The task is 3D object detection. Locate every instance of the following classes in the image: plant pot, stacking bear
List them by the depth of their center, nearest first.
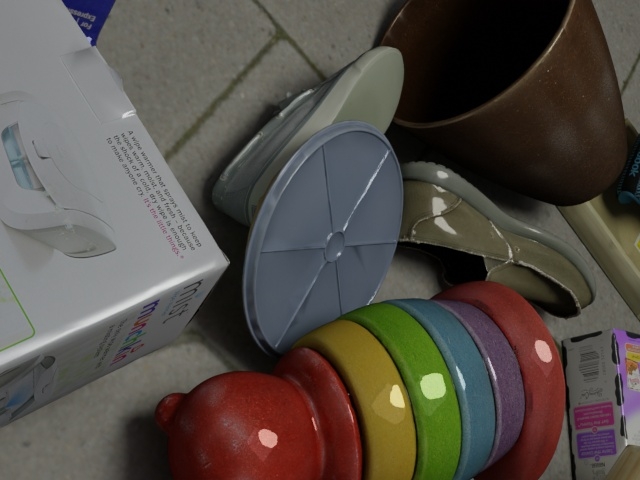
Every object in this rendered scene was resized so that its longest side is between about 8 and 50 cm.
[{"bbox_3d":[0.024,0.132,0.692,0.289,0.164,0.175,-11,58,-30],"label":"stacking bear"},{"bbox_3d":[0.202,-0.136,0.908,0.230,0.215,0.215,39,54,-37],"label":"plant pot"}]

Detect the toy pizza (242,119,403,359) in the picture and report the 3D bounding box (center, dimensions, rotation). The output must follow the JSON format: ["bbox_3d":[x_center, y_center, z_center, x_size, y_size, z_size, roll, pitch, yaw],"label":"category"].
[{"bbox_3d":[0.000,0.000,0.745,0.201,0.032,0.201,-31,132,-43],"label":"toy pizza"}]

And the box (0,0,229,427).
[{"bbox_3d":[-0.223,-0.028,0.521,0.231,0.127,0.262,-26,76,-36],"label":"box"}]

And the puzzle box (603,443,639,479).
[{"bbox_3d":[0.228,0.406,0.759,0.409,0.052,0.272,-42,115,-34],"label":"puzzle box"}]

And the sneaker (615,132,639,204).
[{"bbox_3d":[0.463,-0.023,1.082,0.340,0.125,0.140,36,82,-26],"label":"sneaker"}]

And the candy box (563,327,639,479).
[{"bbox_3d":[0.337,0.203,0.961,0.164,0.070,0.196,15,65,-33],"label":"candy box"}]

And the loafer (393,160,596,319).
[{"bbox_3d":[0.157,0.020,0.885,0.251,0.094,0.087,29,70,-21],"label":"loafer"}]

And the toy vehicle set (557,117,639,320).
[{"bbox_3d":[0.395,0.007,1.096,0.267,0.035,0.166,51,51,-12],"label":"toy vehicle set"}]

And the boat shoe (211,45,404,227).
[{"bbox_3d":[-0.010,-0.097,0.790,0.227,0.081,0.079,-50,144,-32],"label":"boat shoe"}]

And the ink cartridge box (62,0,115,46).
[{"bbox_3d":[-0.238,-0.294,0.701,0.175,0.069,0.371,9,71,-35],"label":"ink cartridge box"}]
